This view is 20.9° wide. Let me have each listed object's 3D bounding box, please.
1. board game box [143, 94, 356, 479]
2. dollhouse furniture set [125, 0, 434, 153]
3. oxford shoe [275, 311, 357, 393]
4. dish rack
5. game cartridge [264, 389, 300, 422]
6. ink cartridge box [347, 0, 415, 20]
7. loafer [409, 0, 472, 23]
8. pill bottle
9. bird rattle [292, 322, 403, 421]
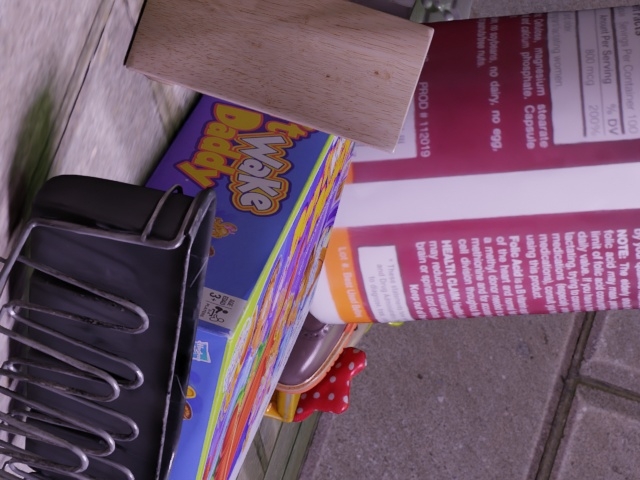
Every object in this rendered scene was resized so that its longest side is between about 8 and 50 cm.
[{"bbox_3d":[-0.059,0.033,1.003,0.347,0.078,0.233,-66,172,-54],"label":"board game box"},{"bbox_3d":[0.000,-0.120,0.826,0.151,0.123,0.144,45,63,-85],"label":"dollhouse furniture set"},{"bbox_3d":[-0.008,0.002,1.565,0.098,0.097,0.271,34,69,-65],"label":"oxford shoe"},{"bbox_3d":[-0.121,0.122,0.637,0.208,0.074,0.271,101,8,-50],"label":"dish rack"},{"bbox_3d":[0.000,0.000,1.823,0.285,0.053,0.323,98,9,-66],"label":"game cartridge"},{"bbox_3d":[0.046,-0.199,1.380,0.150,0.063,0.109,114,-2,-64],"label":"ink cartridge box"},{"bbox_3d":[0.097,-0.283,1.620,0.111,0.112,0.319,-22,-141,47],"label":"loafer"},{"bbox_3d":[0.181,-0.058,1.269,0.224,0.392,0.224,-3,90,-81],"label":"pill bottle"},{"bbox_3d":[0.015,0.136,2.066,0.207,0.143,0.253,-52,-171,49],"label":"bird rattle"}]
